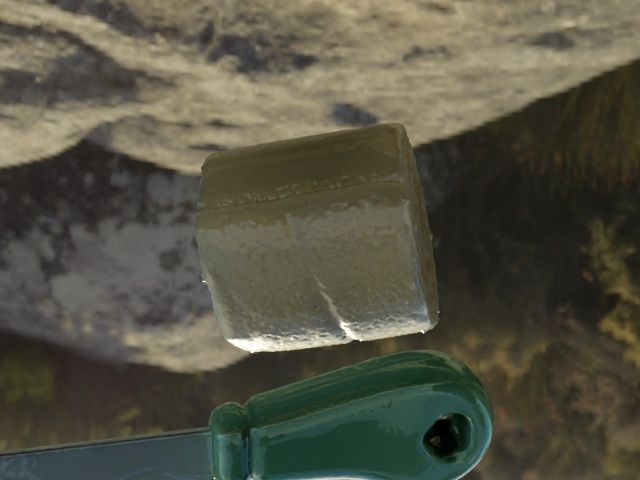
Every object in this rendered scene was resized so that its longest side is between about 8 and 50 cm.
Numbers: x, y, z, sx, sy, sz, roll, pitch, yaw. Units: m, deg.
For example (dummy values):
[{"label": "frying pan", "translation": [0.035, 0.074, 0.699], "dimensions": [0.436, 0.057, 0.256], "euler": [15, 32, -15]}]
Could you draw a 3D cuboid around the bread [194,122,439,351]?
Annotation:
[{"label": "bread", "translation": [0.000, 0.000, 0.897], "dimensions": [0.141, 0.148, 0.134], "euler": [-8, 115, 9]}]

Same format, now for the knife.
[{"label": "knife", "translation": [-0.060, 0.091, 0.526], "dimensions": [0.260, 0.034, 0.063], "euler": [-10, 116, -8]}]
